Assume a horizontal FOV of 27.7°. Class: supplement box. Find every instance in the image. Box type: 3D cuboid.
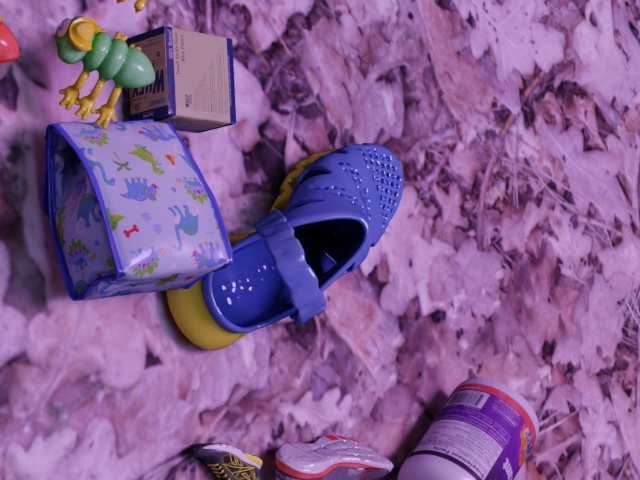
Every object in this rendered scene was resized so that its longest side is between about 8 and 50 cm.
[{"bbox_3d":[-0.128,-0.147,1.201,0.083,0.056,0.083,2,82,-47],"label":"supplement box"}]

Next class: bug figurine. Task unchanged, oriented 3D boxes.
[{"bbox_3d":[-0.219,-0.231,1.086,0.216,0.072,0.279,26,63,-22],"label":"bug figurine"}]

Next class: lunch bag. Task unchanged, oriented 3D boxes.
[{"bbox_3d":[-0.164,-0.032,1.116,0.129,0.096,0.151,-6,75,-46],"label":"lunch bag"}]

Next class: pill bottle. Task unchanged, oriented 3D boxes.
[{"bbox_3d":[0.148,0.247,1.390,0.193,0.108,0.108,-48,118,-39],"label":"pill bottle"}]

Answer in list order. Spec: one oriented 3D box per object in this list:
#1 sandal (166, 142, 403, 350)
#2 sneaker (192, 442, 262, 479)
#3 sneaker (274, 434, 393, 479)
[{"bbox_3d":[0.000,0.000,1.256,0.317,0.138,0.126,-44,113,-43],"label":"sandal"},{"bbox_3d":[-0.086,0.210,1.205,0.083,0.031,0.035,27,65,-41],"label":"sneaker"},{"bbox_3d":[0.006,0.235,1.294,0.158,0.061,0.065,8,105,-45],"label":"sneaker"}]
